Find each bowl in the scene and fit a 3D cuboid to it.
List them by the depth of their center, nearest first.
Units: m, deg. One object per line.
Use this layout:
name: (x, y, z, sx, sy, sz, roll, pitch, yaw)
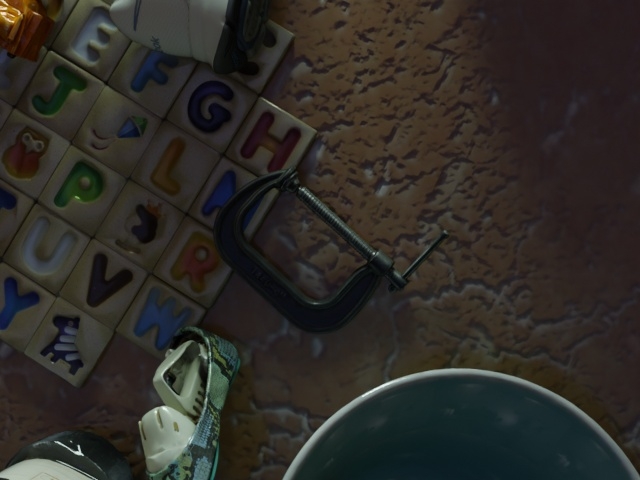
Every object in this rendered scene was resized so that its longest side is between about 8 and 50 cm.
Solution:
bowl: (0.089, 0.264, 1.474, 0.311, 0.163, 0.312, 4, 75, -13)

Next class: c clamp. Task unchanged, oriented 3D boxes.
c clamp: (0.000, 0.000, 1.586, 0.160, 0.022, 0.137, 37, 101, 0)

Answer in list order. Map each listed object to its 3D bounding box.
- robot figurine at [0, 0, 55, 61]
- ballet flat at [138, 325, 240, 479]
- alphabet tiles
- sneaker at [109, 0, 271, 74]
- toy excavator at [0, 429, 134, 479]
robot figurine: (-0.320, -0.281, 1.598, 0.291, 0.085, 0.211, 32, 93, 11)
ballet flat: (-0.111, 0.138, 1.528, 0.070, 0.188, 0.070, 4, 128, 5)
alphabet tiles: (-0.181, -0.066, 1.620, 0.285, 0.011, 0.342, 32, 94, 7)
sneaker: (-0.093, -0.286, 1.559, 0.129, 0.111, 0.297, 11, 84, 16)
toy excavator: (-0.298, 0.365, 1.549, 0.433, 0.222, 0.445, 27, 102, 9)
